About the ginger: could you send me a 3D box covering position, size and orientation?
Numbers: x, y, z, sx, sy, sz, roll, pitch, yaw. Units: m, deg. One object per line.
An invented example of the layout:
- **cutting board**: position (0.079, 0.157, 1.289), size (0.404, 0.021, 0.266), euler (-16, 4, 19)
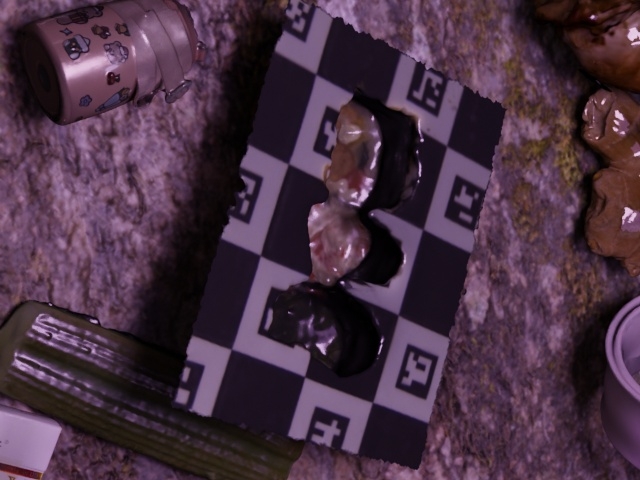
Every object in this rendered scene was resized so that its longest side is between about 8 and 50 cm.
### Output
- **ginger**: position (0.362, -0.013, 1.563), size (0.334, 0.081, 0.148), euler (43, 63, -28)

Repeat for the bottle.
- **bottle**: position (-0.167, -0.159, 1.253), size (0.152, 0.099, 0.099), euler (-20, 108, -26)

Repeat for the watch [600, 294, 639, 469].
- **watch**: position (0.408, 0.137, 1.476), size (0.231, 0.244, 0.196), euler (-18, 132, -18)

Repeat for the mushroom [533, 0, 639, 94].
- **mushroom**: position (0.422, -0.155, 1.422), size (0.356, 0.331, 0.334), euler (-22, 113, -19)

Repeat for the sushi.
- **sushi**: position (0.000, 0.000, 1.376), size (0.296, 0.100, 0.373), euler (21, 79, -38)

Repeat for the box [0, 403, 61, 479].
- **box**: position (-0.293, 0.219, 1.286), size (0.084, 0.040, 0.154), euler (21, 91, -28)

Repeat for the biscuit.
- **biscuit**: position (-0.150, 0.148, 1.349), size (0.322, 0.038, 0.099), euler (28, 89, -29)
